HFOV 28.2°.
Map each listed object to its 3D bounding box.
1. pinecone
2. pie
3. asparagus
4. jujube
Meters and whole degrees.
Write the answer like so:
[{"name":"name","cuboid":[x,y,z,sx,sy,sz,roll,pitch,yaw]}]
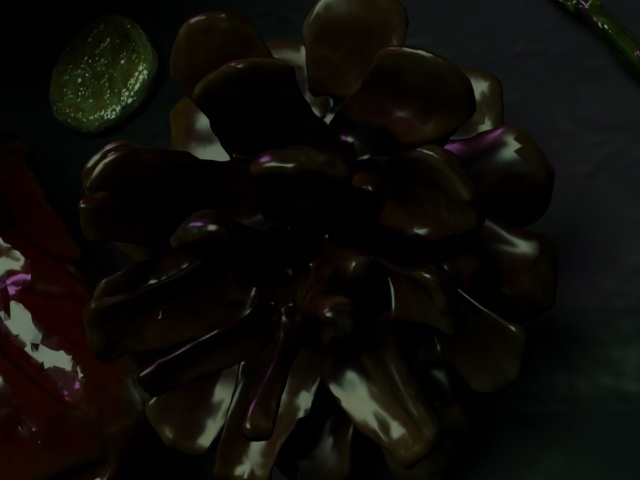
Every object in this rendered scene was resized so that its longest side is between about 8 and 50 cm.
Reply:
[{"name":"pinecone","cuboid":[-0.001,0.000,0.570,0.229,0.201,0.202,52,123,9]},{"name":"pie","cuboid":[-0.139,-0.106,0.808,0.084,0.021,0.084,-11,64,23]},{"name":"asparagus","cuboid":[0.164,-0.077,0.628,0.022,0.023,0.233,-8,48,-28]},{"name":"jujube","cuboid":[-0.217,0.038,0.669,0.216,0.216,0.342,-44,68,2]}]
